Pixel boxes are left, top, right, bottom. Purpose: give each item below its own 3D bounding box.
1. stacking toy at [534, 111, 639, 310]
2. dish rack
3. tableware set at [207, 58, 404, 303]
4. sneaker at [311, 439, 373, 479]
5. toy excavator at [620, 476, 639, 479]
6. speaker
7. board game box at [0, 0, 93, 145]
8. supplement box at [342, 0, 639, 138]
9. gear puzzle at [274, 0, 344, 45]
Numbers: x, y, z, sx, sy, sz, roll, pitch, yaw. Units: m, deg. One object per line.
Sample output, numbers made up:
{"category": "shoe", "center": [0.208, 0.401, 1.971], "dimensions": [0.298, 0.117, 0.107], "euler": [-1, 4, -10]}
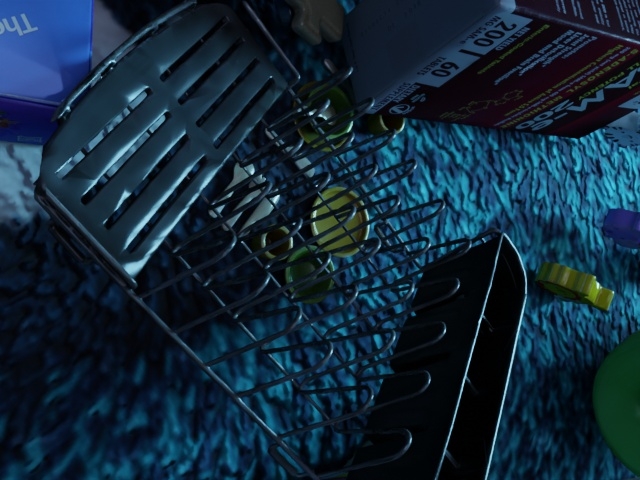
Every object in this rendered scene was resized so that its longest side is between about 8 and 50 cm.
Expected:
{"category": "stacking toy", "center": [0.288, 0.008, 0.636], "dimensions": [0.221, 0.052, 0.166], "euler": [32, 78, -34]}
{"category": "dish rack", "center": [0.000, 0.000, 0.378], "dimensions": [0.271, 0.074, 0.208], "euler": [50, 41, -21]}
{"category": "tableware set", "center": [0.005, -0.040, 0.474], "dimensions": [0.104, 0.024, 0.154], "euler": [45, 63, -21]}
{"category": "sneaker", "center": [0.035, 0.163, 0.435], "dimensions": [0.186, 0.084, 0.069], "euler": [-13, 92, -33]}
{"category": "toy excavator", "center": [0.034, 0.220, 0.256], "dimensions": [0.445, 0.433, 0.222], "euler": [-61, 141, -36]}
{"category": "speaker", "center": [0.357, 0.108, 0.591], "dimensions": [0.297, 0.131, 0.131], "euler": [-6, 88, -35]}
{"category": "board game box", "center": [-0.268, -0.179, 0.278], "dimensions": [0.347, 0.078, 0.233], "euler": [5, 82, -33]}
{"category": "supplement box", "center": [0.148, -0.135, 0.500], "dimensions": [0.240, 0.130, 0.073], "euler": [-1, 73, -35]}
{"category": "gear puzzle", "center": [-0.080, -0.231, 0.350], "dimensions": [0.339, 0.044, 0.175], "euler": [24, 66, -58]}
